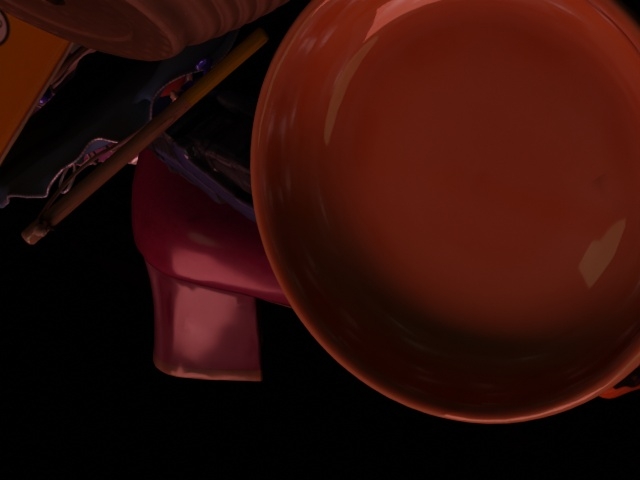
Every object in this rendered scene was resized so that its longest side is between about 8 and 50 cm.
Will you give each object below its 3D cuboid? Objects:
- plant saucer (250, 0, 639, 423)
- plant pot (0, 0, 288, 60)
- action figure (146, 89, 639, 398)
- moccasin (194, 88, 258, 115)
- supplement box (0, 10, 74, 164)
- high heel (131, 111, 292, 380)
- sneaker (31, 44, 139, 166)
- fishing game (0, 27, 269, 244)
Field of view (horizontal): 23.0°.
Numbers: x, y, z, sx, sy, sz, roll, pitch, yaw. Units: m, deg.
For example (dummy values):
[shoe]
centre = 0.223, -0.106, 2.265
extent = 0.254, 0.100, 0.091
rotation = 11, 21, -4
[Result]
[plant saucer]
centre = 0.064, -0.025, 0.645
extent = 0.200, 0.200, 0.037
rotation = 18, -161, 25
[plant pot]
centre = -0.089, -0.146, 0.630
extent = 0.237, 0.110, 0.237
rotation = 21, 170, 4
[action figure]
centre = 0.061, -0.032, 0.840
extent = 0.341, 0.178, 0.330
rotation = 32, 166, 34
[moccasin]
centre = 0.000, 0.000, 1.178
extent = 0.138, 0.117, 0.342
rotation = 15, 166, 37
[supplement box]
centre = -0.318, -0.143, 0.742
extent = 0.356, 0.195, 0.194
rotation = 28, -167, -27
[high heel]
centre = 0.068, -0.004, 1.027
extent = 0.377, 0.181, 0.127
rotation = -4, -154, -10
[sneaker]
centre = -0.204, -0.073, 1.131
extent = 0.282, 0.161, 0.102
rotation = 29, 167, -38
[fishing game]
centre = -0.092, -0.076, 0.786
extent = 0.041, 0.189, 0.264
rotation = 50, 174, -20
